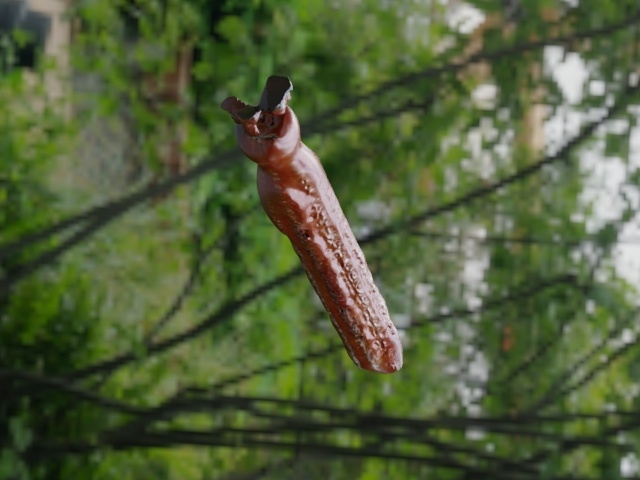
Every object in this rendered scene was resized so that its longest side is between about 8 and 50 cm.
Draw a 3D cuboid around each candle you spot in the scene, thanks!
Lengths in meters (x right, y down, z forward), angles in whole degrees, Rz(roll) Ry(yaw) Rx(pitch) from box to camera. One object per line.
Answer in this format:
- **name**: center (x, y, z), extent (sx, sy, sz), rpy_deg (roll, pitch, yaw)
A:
- **candle**: center (0.000, 0.000, 1.247), extent (0.048, 0.051, 0.329), rpy_deg (-46, 142, -17)
